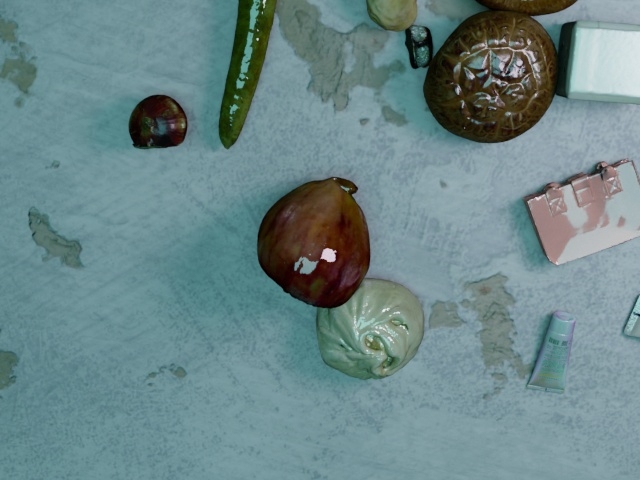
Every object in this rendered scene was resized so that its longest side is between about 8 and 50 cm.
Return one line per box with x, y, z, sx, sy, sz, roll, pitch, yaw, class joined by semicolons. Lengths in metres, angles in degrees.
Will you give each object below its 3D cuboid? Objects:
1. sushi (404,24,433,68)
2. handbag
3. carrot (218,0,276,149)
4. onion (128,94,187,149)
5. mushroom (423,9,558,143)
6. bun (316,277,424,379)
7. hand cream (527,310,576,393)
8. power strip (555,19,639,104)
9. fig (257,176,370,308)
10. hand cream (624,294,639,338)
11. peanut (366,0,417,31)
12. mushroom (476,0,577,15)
0.190;-0.370;1.666;0.046;0.044;0.083;-13;104;-13;sushi
0.516;-0.056;1.685;0.212;0.059;0.157;-22;100;9;handbag
-0.144;-0.348;1.684;0.074;0.074;0.359;14;105;3;carrot
-0.317;-0.230;1.707;0.117;0.118;0.119;2;103;10;onion
0.314;-0.295;1.606;0.253;0.153;0.253;0;117;0;mushroom
0.098;0.186;1.746;0.231;0.133;0.231;1;103;3;bun
0.471;0.229;1.764;0.076;0.047;0.174;8;112;4;hand cream
0.550;-0.319;1.581;0.224;0.140;0.139;5;102;5;power strip
-0.008;0.010;1.670;0.224;0.263;0.224;3;145;2;fig
0.745;0.191;1.721;0.276;0.059;0.095;21;105;6;hand cream
0.103;-0.515;1.600;0.125;0.111;0.274;-17;100;14;peanut
0.352;-0.520;1.537;0.267;0.254;0.267;12;112;33;mushroom
